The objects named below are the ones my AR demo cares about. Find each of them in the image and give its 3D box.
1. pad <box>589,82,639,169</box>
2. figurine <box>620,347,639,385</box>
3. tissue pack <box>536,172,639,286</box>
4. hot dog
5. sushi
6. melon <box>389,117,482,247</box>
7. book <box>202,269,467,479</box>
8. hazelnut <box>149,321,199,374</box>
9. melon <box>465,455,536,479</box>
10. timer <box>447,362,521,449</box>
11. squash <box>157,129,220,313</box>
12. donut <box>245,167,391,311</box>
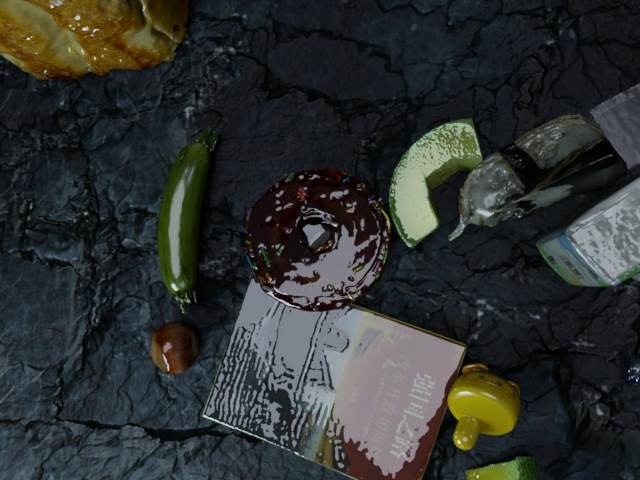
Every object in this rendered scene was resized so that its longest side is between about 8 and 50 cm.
[{"bbox_3d":[0.506,-0.189,0.951,0.157,0.003,0.112,-28,82,9],"label":"pad"},{"bbox_3d":[0.518,0.181,0.895,0.149,0.087,0.086,-6,123,12],"label":"figurine"},{"bbox_3d":[0.413,0.006,0.843,0.159,0.229,0.145,-36,81,6],"label":"tissue pack"},{"bbox_3d":[-0.440,-0.407,0.969,0.368,0.365,0.196,-6,84,11],"label":"hot dog"},{"bbox_3d":[0.302,-0.098,0.941,0.273,0.134,0.109,-26,69,24],"label":"sushi"},{"bbox_3d":[0.179,-0.096,0.983,0.209,0.064,0.118,-45,79,4],"label":"melon"},{"bbox_3d":[0.016,0.229,1.016,0.374,0.028,0.262,19,89,12],"label":"book"},{"bbox_3d":[-0.245,0.179,1.050,0.086,0.086,0.086,-1,87,11],"label":"hazelnut"},{"bbox_3d":[0.249,0.439,0.922,0.114,0.053,0.261,10,75,29],"label":"melon"},{"bbox_3d":[0.239,0.251,0.927,0.107,0.107,0.109,27,48,11],"label":"timer"},{"bbox_3d":[-0.233,-0.038,1.059,0.080,0.071,0.318,10,85,-27],"label":"squash"},{"bbox_3d":[0.000,0.000,0.990,0.235,0.089,0.235,-2,79,10],"label":"donut"}]
